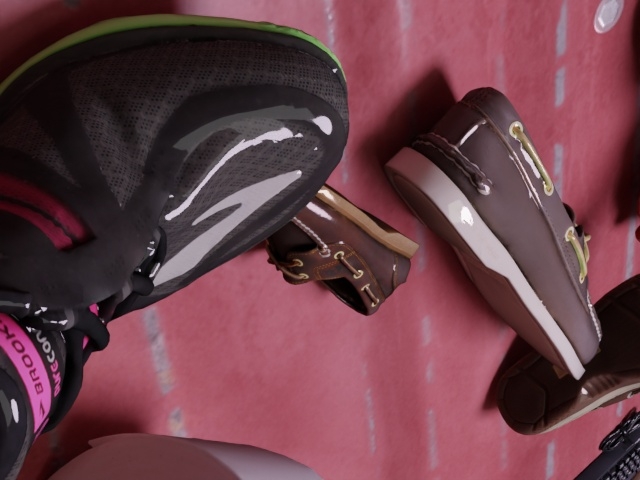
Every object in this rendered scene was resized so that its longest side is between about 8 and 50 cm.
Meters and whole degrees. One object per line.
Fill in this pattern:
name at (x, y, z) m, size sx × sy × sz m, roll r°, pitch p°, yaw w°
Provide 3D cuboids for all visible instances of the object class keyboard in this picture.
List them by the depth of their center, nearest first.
keyboard at (0.339, 0.237, 1.483) m, size 0.180 × 0.023 × 0.108 m, roll -39°, pitch 139°, yaw -21°

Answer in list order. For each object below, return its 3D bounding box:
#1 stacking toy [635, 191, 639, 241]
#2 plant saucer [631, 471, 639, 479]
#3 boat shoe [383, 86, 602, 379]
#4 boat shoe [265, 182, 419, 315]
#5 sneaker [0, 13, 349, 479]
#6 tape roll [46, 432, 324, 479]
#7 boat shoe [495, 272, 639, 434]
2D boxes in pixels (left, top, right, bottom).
stacking toy at (0.380, -0.149, 1.216) m, size 0.309 × 0.130 × 0.279 m, roll -38°, pitch 112°, yaw -26°
plant saucer at (0.431, 0.343, 1.643) m, size 0.278 × 0.041 × 0.278 m, roll -25°, pitch 133°, yaw -30°
boat shoe at (0.162, 0.004, 1.060) m, size 0.097 × 0.116 × 0.324 m, roll -47°, pitch 136°, yaw -5°
boat shoe at (0.000, 0.000, 0.918) m, size 0.073 × 0.073 × 0.207 m, roll -57°, pitch 141°, yaw 0°
sneaker at (-0.163, 0.038, 0.673) m, size 0.483 × 0.202 × 0.185 m, roll -30°, pitch 136°, yaw -27°
tape roll at (-0.090, 0.266, 0.854) m, size 0.100 × 0.286 × 0.286 m, roll 17°, pitch 104°, yaw -50°
boat shoe at (0.278, 0.092, 1.203) m, size 0.257 × 0.095 × 0.095 m, roll -30°, pitch 161°, yaw 33°
